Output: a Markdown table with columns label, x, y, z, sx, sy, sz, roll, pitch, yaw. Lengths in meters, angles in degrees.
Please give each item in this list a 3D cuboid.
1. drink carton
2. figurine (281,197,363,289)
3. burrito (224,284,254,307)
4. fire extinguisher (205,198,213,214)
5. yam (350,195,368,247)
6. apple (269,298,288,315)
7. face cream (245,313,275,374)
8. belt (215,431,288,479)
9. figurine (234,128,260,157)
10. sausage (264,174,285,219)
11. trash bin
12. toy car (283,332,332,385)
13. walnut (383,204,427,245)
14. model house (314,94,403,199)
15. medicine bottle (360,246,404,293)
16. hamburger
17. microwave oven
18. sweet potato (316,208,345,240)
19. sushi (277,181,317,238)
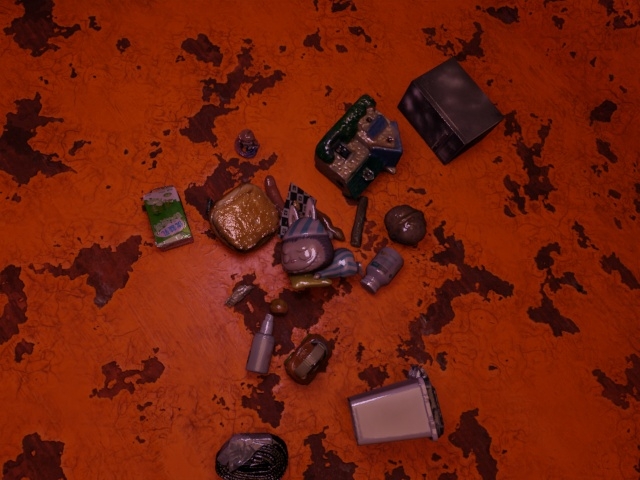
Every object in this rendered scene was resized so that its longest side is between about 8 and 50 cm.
| label | x | y | z | sx | sy | sz | roll | pitch | yaw |
| --- | --- | --- | --- | --- | --- | --- | --- | --- | --- |
| drink carton | -0.700 | -0.100 | 1.856 | 0.161 | 0.108 | 0.271 | -19 | 78 | -13 |
| figurine | 0.000 | 0.000 | 1.808 | 0.361 | 0.266 | 0.378 | -8 | 104 | -23 |
| burrito | -0.372 | 0.244 | 1.845 | 0.149 | 0.041 | 0.055 | -42 | 98 | -20 |
| fire extinguisher | -0.531 | -0.157 | 1.942 | 0.038 | 0.025 | 0.083 | 13 | 71 | -29 |
| yam | 0.196 | -0.098 | 2.021 | 0.061 | 0.061 | 0.274 | 14 | 72 | -5 |
| apple | -0.189 | 0.301 | 1.838 | 0.083 | 0.084 | 0.071 | 10 | 65 | -6 |
| face cream | -0.250 | 0.450 | 1.776 | 0.101 | 0.101 | 0.252 | 14 | 73 | -5 |
| belt | -0.273 | 0.873 | 1.621 | 0.288 | 0.164 | 0.184 | 3 | 79 | -5 |
| figurine | -0.366 | -0.496 | 2.007 | 0.126 | 0.157 | 0.114 | 7 | 52 | -2 |
| sausage | -0.200 | -0.181 | 1.973 | 0.078 | 0.078 | 0.305 | -27 | 80 | -15 |
| trash bin | 0.305 | 0.708 | 1.727 | 0.367 | 0.256 | 0.296 | -10 | 78 | -3 |
| toy car | -0.042 | 0.505 | 1.731 | 0.145 | 0.235 | 0.235 | 42 | 73 | 4 |
| walnut | 0.413 | -0.074 | 1.963 | 0.224 | 0.224 | 0.225 | 2 | 74 | -8 |
| model house | 0.209 | -0.419 | 1.979 | 0.342 | 0.334 | 0.382 | 43 | 83 | 6 |
| medicine bottle | 0.287 | 0.146 | 1.925 | 0.135 | 0.135 | 0.215 | 41 | 72 | 4 |
| hamburger | -0.350 | -0.094 | 1.873 | 0.304 | 0.174 | 0.284 | -35 | 85 | -16 |
| microwave oven | 0.693 | -0.693 | 2.170 | 0.374 | 0.236 | 0.432 | -34 | 82 | -16 |
| sweet potato | 0.038 | -0.073 | 1.993 | 0.065 | 0.051 | 0.218 | -42 | 84 | -13 |
| sushi | -0.099 | -0.115 | 1.929 | 0.192 | 0.043 | 0.280 | 31 | 67 | -40 |
